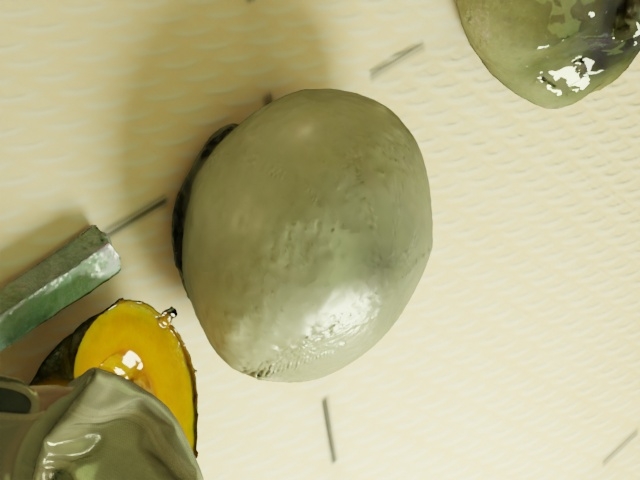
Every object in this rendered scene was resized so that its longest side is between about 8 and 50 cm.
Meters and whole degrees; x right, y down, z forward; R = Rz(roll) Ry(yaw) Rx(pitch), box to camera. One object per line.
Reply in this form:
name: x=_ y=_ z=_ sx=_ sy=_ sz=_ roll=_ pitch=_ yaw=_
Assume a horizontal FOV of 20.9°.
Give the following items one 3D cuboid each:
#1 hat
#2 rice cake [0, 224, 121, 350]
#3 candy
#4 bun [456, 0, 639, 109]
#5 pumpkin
hat: x=-0.224 y=0.216 z=1.394 sx=0.164 sy=0.226 sz=0.220 roll=20 pitch=70 yaw=-56
rice cake: x=-0.251 y=0.054 z=1.452 sx=0.211 sy=0.034 sz=0.043 roll=-36 pitch=136 yaw=-37
candy: x=0.000 y=0.000 z=1.609 sx=0.295 sy=0.185 sz=0.296 roll=-12 pitch=107 yaw=-43
bun: x=0.270 y=-0.274 z=1.841 sx=0.272 sy=0.168 sz=0.273 roll=-18 pitch=119 yaw=-36
pumpkin: x=-0.175 y=0.181 z=1.541 sx=0.163 sy=0.111 sz=0.279 roll=-43 pitch=121 yaw=-51
